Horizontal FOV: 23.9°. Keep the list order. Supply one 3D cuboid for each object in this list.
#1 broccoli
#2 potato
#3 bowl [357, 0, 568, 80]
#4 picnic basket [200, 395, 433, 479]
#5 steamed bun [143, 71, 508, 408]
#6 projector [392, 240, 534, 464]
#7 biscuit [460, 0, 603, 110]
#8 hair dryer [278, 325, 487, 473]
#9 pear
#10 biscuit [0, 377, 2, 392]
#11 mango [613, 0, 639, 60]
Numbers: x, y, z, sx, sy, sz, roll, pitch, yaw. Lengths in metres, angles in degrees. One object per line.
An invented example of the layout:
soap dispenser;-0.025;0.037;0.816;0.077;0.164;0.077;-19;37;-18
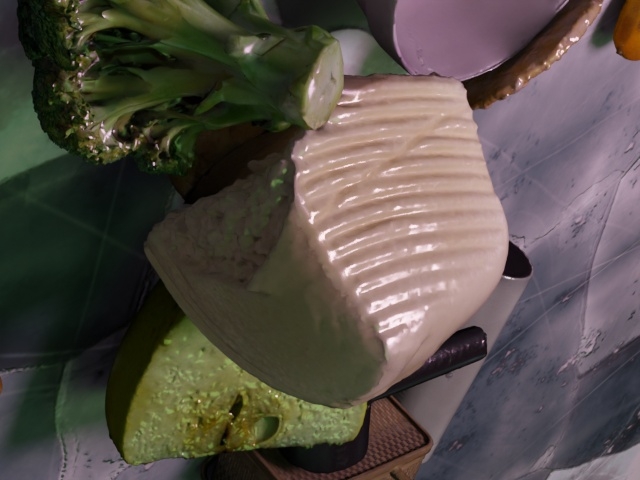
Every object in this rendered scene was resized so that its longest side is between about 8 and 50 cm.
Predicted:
broccoli;-0.106;-0.163;1.168;0.269;0.269;0.254;5;106;-53
potato;-0.070;-0.114;1.450;0.200;0.081;0.164;-27;169;-39
bowl;0.132;-0.302;1.415;0.287;0.144;0.287;-32;146;-24
picnic basket;-0.006;0.288;1.917;0.266;0.165;0.139;-17;139;-39
steamed bun;0.000;0.000;1.376;0.290;0.273;0.272;-26;-174;-40
projector;0.167;0.147;2.024;0.108;0.108;0.337;-9;133;-46
biscuit;0.200;-0.210;1.570;0.220;0.220;0.033;-44;114;-5
hair dryer;0.085;0.120;1.817;0.302;0.116;0.244;-17;127;-32
pear;-0.092;0.094;1.581;0.292;0.159;0.292;-11;127;-14
biscuit;-0.391;0.171;1.429;0.184;0.035;0.249;-14;137;-42
mango;0.425;-0.298;1.851;0.190;0.075;0.098;-49;165;-4
